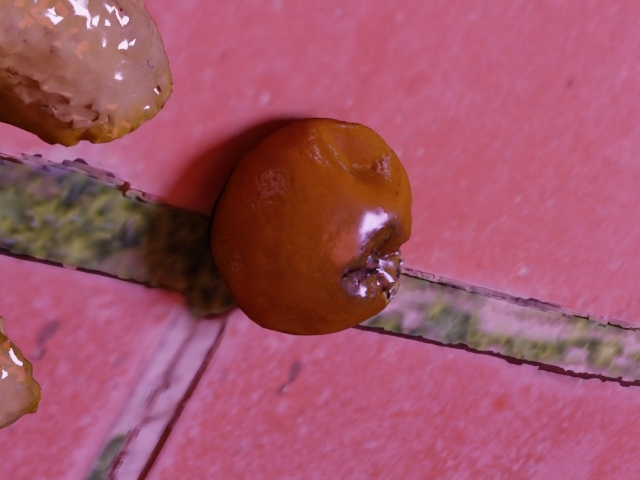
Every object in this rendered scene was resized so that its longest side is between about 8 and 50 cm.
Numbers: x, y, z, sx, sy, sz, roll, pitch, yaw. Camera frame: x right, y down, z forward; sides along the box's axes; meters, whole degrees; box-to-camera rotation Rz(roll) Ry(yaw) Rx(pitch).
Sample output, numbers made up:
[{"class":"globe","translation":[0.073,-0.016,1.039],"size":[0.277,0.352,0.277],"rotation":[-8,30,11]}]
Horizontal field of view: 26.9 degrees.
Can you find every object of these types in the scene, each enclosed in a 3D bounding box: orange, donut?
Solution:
[{"class":"orange","translation":[0.000,0.000,0.491],"size":[0.086,0.062,0.086],"rotation":[-20,131,-25]},{"class":"donut","translation":[-0.120,-0.017,0.365],"size":[0.146,0.078,0.181],"rotation":[16,107,-49]}]
